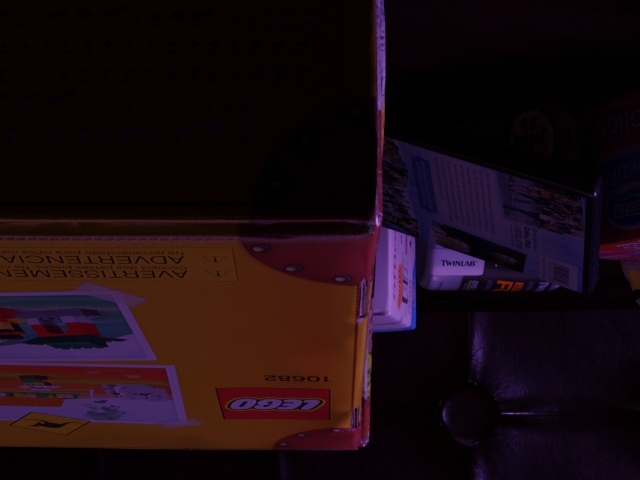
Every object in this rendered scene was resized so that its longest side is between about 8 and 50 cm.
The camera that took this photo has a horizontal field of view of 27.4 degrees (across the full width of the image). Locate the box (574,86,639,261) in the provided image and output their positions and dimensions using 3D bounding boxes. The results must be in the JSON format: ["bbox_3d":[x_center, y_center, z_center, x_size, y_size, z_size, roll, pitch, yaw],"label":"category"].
[{"bbox_3d":[0.294,-0.055,1.033,0.128,0.122,0.257,3,172,-29],"label":"box"}]

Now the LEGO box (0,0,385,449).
[{"bbox_3d":[-0.215,-0.017,0.750,0.500,0.193,0.372,0,157,0],"label":"LEGO box"}]

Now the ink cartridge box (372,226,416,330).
[{"bbox_3d":[0.000,0.000,1.275,0.168,0.171,0.233,-1,173,10],"label":"ink cartridge box"}]

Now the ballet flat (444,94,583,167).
[{"bbox_3d":[0.133,-0.072,1.103,0.058,0.084,0.250,2,178,-24],"label":"ballet flat"}]

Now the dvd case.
[{"bbox_3d":[0.099,-0.039,1.040,0.253,0.022,0.180,19,159,18],"label":"dvd case"}]

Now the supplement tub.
[{"bbox_3d":[0.205,-0.001,1.473,0.190,0.117,0.117,1,172,-5],"label":"supplement tub"}]

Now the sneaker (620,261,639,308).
[{"bbox_3d":[0.513,0.020,1.515,0.385,0.147,0.145,1,171,-13],"label":"sneaker"}]
